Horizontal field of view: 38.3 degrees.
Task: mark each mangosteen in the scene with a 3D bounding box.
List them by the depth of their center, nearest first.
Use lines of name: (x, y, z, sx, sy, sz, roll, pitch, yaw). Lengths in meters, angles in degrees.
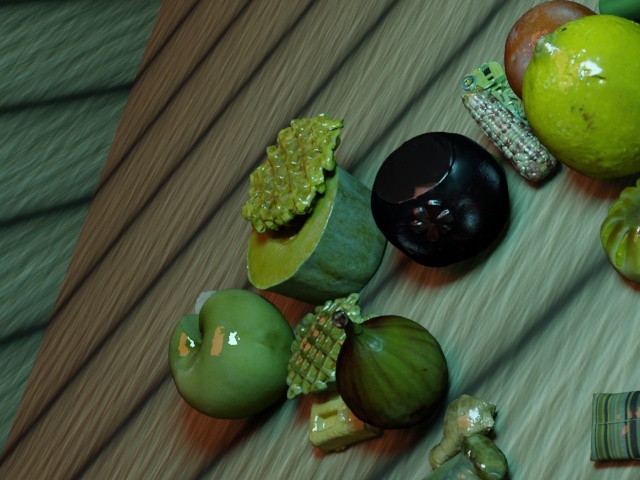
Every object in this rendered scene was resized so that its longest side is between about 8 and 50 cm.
mangosteen: (0.232, -0.098, 1.803, 0.287, 0.233, 0.287, -26, 45, 30)

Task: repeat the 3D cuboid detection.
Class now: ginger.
ginger: (0.239, 0.331, 1.624, 0.165, 0.067, 0.096, -49, 36, 23)

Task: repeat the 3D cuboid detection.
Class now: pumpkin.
pumpkin: (0.000, 0.000, 2.076, 0.332, 0.199, 0.332, -39, 32, 29)

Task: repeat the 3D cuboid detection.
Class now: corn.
corn: (0.360, -0.209, 1.779, 0.079, 0.079, 0.237, -46, 73, 18)

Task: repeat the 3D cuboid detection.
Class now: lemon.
lemon: (0.475, -0.243, 1.551, 0.258, 0.310, 0.258, -44, 20, 20)

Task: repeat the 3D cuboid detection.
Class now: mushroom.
mushroom: (0.198, 0.450, 1.580, 0.312, 0.081, 0.100, -48, 29, 23)

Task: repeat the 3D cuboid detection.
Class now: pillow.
pillow: (0.493, 0.271, 1.372, 0.203, 0.038, 0.113, -17, 52, 43)

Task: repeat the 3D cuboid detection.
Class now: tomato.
tomato: (0.445, -0.350, 1.749, 0.208, 0.208, 0.184, -55, 30, 7)

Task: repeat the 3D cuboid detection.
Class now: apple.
apple: (-0.191, 0.254, 2.053, 0.292, 0.254, 0.292, -33, 43, 37)

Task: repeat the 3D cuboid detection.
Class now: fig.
fig: (0.105, 0.200, 1.667, 0.217, 0.321, 0.217, -15, 49, 18)

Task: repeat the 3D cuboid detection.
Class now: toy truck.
toy truck: (0.375, -0.288, 1.896, 0.116, 0.085, 0.191, -33, 45, 21)

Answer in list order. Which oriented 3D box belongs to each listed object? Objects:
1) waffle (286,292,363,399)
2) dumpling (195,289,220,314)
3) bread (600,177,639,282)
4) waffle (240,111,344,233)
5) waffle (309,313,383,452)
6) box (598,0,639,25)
waffle: (0.008, 0.218, 1.904, 0.208, 0.054, 0.214, -34, 36, 36)
dumpling: (-0.244, 0.200, 2.299, 0.150, 0.092, 0.176, -40, 40, 31)
bread: (0.548, -0.029, 1.473, 0.213, 0.105, 0.213, -34, 39, 33)
waffle: (-0.067, -0.148, 2.060, 0.325, 0.068, 0.302, -11, 52, 57)
waffle: (0.055, 0.288, 1.890, 0.168, 0.057, 0.274, -25, 47, 40)
box: (0.633, -0.476, 1.588, 0.178, 0.252, 0.329, -11, 55, 63)
